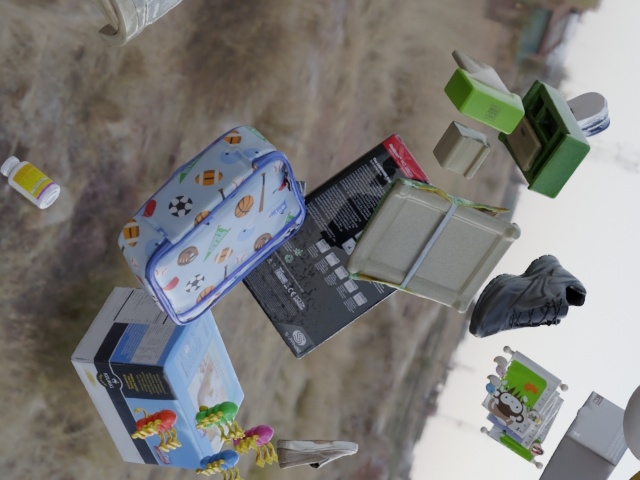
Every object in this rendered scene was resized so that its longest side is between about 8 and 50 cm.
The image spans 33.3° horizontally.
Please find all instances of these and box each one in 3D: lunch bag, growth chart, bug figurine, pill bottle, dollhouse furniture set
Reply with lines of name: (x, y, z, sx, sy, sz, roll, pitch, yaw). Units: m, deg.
lunch bag: (-0.155, -0.020, 1.659, 0.303, 0.115, 0.243, -40, 149, -15)
growth chart: (0.406, 0.336, 2.174, 0.021, 0.172, 0.237, -33, 142, -50)
bug figurine: (-0.206, 0.366, 1.992, 0.279, 0.216, 0.072, 44, 35, -43)
pill bottle: (-0.422, -0.086, 1.552, 0.043, 0.083, 0.043, -52, 174, -7)
dollhouse furniture set: (0.174, -0.077, 1.401, 0.301, 0.197, 0.151, -58, -156, 27)

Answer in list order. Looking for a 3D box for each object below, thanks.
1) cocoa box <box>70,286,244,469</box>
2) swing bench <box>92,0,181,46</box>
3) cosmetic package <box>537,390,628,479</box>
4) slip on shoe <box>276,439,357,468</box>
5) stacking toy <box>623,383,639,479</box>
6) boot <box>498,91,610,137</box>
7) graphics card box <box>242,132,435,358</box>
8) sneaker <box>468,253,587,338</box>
cocoa box: (-0.343, 0.302, 2.333, 0.231, 0.228, 0.347, -67, 150, -44)
swing bench: (-0.205, -0.406, 1.294, 0.253, 0.254, 0.165, -42, -151, -17)
cosmetic package: (0.436, 0.381, 1.798, 0.127, 0.107, 0.238, -43, 159, -40)
slip on shoe: (-0.005, 0.313, 1.569, 0.051, 0.135, 0.041, -11, -106, 50)
stacking toy: (0.478, 0.401, 1.380, 0.350, 0.350, 0.480, -52, 129, -83)
boot: (0.413, -0.196, 1.874, 0.086, 0.190, 0.069, 46, 34, -59)
graphics card box: (0.044, 0.010, 1.881, 0.371, 0.233, 0.094, -36, -176, -2)
sneaker: (0.409, 0.122, 2.092, 0.286, 0.130, 0.109, -27, 138, -31)
